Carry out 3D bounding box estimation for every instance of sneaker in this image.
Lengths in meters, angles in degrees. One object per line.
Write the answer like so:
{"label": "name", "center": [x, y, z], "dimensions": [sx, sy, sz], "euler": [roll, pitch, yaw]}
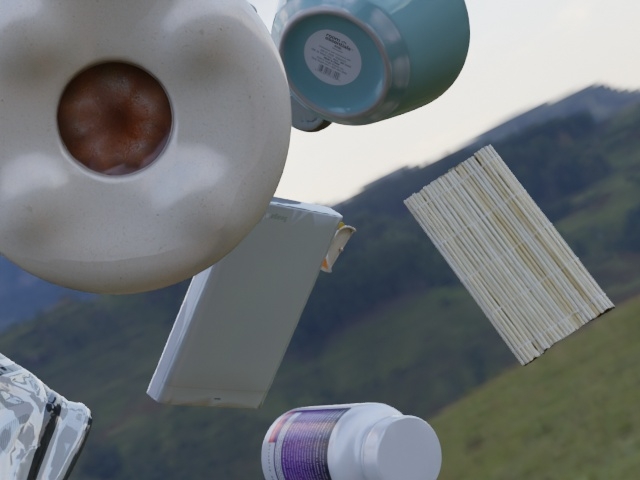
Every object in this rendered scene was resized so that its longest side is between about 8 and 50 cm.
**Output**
{"label": "sneaker", "center": [-0.434, 0.276, 1.748], "dimensions": [0.169, 0.257, 0.447], "euler": [-42, 19, 25]}

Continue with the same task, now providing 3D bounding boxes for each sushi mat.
{"label": "sushi mat", "center": [0.259, 0.015, 2.145], "dimensions": [0.151, 0.316, 0.019], "euler": [-36, -27, 3]}

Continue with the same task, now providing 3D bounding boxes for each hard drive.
{"label": "hard drive", "center": [-0.103, 0.087, 2.119], "dimensions": [0.203, 0.040, 0.307], "euler": [10, -72, -47]}

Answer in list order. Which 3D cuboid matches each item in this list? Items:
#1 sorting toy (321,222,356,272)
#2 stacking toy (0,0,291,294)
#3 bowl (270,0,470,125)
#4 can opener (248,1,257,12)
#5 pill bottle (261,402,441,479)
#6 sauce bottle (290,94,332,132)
{"label": "sorting toy", "center": [0.000, 0.000, 2.363], "dimensions": [0.075, 0.045, 0.083], "euler": [11, 58, 38]}
{"label": "stacking toy", "center": [-0.230, -0.139, 1.703], "dimensions": [0.350, 0.350, 0.480], "euler": [-25, 9, -5]}
{"label": "bowl", "center": [0.050, -0.292, 2.262], "dimensions": [0.311, 0.311, 0.163], "euler": [-28, 17, 38]}
{"label": "can opener", "center": [-0.212, -0.335, 2.476], "dimensions": [0.095, 0.076, 0.283], "euler": [26, -24, -32]}
{"label": "pill bottle", "center": [0.033, 0.219, 1.553], "dimensions": [0.108, 0.108, 0.193], "euler": [-23, 6, -34]}
{"label": "sauce bottle", "center": [-0.014, -0.242, 2.599], "dimensions": [0.111, 0.111, 0.344], "euler": [-26, 8, 6]}
